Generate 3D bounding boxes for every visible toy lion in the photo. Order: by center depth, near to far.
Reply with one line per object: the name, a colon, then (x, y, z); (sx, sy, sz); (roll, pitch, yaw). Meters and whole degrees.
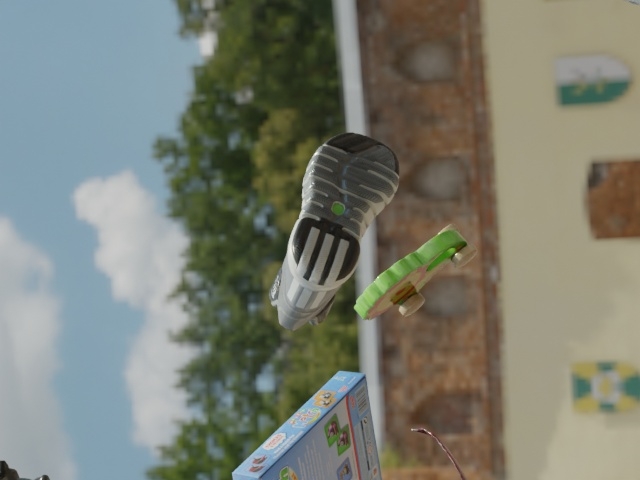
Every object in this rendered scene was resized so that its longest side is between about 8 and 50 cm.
toy lion: (0.074, 0.028, 1.385); (0.034, 0.100, 0.096); (50, -166, 15)

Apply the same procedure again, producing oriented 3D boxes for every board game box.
board game box: (-0.008, 0.254, 1.732); (0.211, 0.039, 0.160); (-40, -52, -50)

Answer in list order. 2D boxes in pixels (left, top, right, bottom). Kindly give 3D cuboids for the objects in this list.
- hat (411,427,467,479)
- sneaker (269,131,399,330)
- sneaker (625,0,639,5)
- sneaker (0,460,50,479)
hat: (0.157, 0.250, 1.148); (0.183, 0.173, 0.208); (180, 99, -74)
sneaker: (0.000, 0.000, 1.598); (0.132, 0.086, 0.229); (-64, -1, 40)
sneaker: (0.296, -0.336, 1.434); (0.111, 0.129, 0.297); (-27, -48, -37)
sneaker: (-0.236, 0.142, 0.772); (0.078, 0.234, 0.106); (-33, -49, -73)
